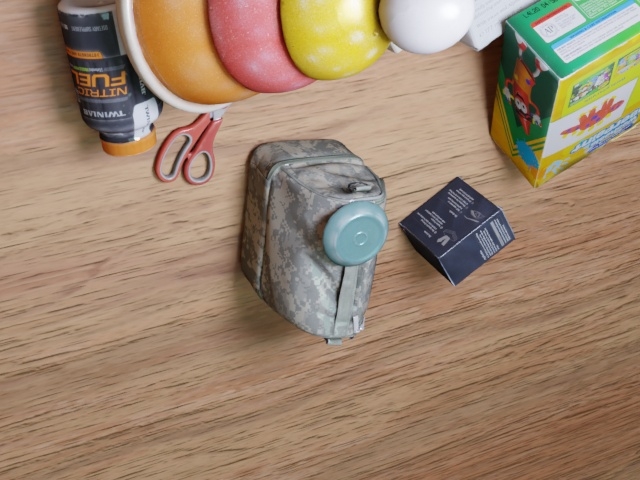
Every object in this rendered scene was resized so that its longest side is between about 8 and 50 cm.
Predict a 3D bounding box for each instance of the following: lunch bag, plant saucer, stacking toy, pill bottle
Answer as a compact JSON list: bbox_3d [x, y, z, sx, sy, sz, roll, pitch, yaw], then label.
[{"bbox_3d":[0.000,0.000,1.698,0.212,0.256,0.305,-4,119,-25],"label":"lunch bag"},{"bbox_3d":[0.061,-0.006,1.554,0.119,0.021,0.119,-12,121,-20],"label":"plant saucer"},{"bbox_3d":[-0.012,-0.323,1.328,0.350,0.480,0.350,-27,124,-48],"label":"stacking toy"},{"bbox_3d":[-0.314,-0.254,1.470,0.130,0.130,0.246,-17,123,-18],"label":"pill bottle"}]

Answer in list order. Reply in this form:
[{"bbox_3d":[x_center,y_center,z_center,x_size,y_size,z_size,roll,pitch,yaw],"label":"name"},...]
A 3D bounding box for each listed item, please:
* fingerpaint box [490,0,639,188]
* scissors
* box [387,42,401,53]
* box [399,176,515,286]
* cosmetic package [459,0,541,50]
[{"bbox_3d":[0.544,-0.344,1.760,0.445,0.163,0.371,-31,155,-9],"label":"fingerpaint box"},{"bbox_3d":[-0.183,-0.221,1.625,0.109,0.021,0.297,19,108,-32],"label":"scissors"},{"bbox_3d":[0.094,-0.457,1.592,0.113,0.094,0.275,-36,127,-6],"label":"box"},{"bbox_3d":[0.268,-0.020,1.890,0.158,0.156,0.093,-37,128,-4],"label":"box"},{"bbox_3d":[0.246,-0.544,1.582,0.217,0.156,0.385,-35,128,-7],"label":"cosmetic package"}]
